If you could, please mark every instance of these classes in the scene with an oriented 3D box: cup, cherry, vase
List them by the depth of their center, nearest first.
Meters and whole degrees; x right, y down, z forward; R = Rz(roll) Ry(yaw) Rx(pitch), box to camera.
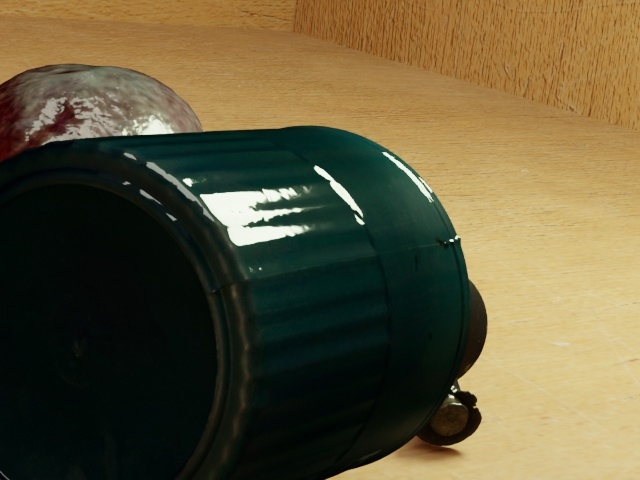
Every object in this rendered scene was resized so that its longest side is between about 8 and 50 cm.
[{"bbox_3d":[-0.098,0.045,0.963,0.307,0.242,0.292,11,8,24],"label":"cup"},{"bbox_3d":[0.085,0.092,1.254,0.120,0.120,0.183,6,28,-12],"label":"vase"},{"bbox_3d":[-0.226,-0.059,1.446,0.230,0.203,0.300,16,21,1],"label":"cherry"}]
